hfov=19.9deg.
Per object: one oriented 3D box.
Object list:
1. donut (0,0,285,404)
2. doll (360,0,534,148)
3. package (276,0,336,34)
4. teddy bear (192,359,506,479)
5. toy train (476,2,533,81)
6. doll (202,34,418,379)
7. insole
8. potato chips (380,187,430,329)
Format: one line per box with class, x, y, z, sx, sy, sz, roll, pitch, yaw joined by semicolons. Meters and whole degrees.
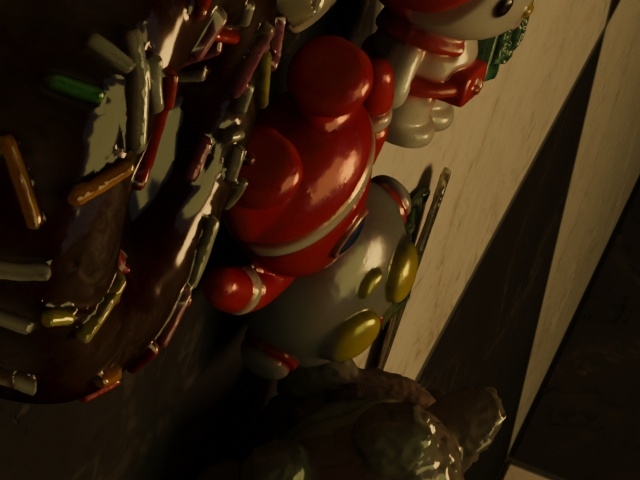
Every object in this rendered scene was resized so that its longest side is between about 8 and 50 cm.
donut;-0.096;-0.046;0.787;0.270;0.103;0.269;19;90;-79
doll;0.092;-0.205;1.231;0.161;0.130;0.290;-37;148;-55
package;0.011;-0.234;1.076;0.166;0.040;0.232;45;65;-74
teddy bear;0.023;0.164;1.332;0.267;0.236;0.151;-93;166;-73
toy train;0.121;-0.205;1.407;0.070;0.099;0.172;-27;134;-71
doll;0.000;0.000;1.217;0.200;0.105;0.336;-54;161;-20
insole;0.085;0.042;1.778;0.081;0.011;0.248;-61;170;-70
potato chips;0.065;0.018;1.648;0.207;0.028;0.092;-46;135;-64
